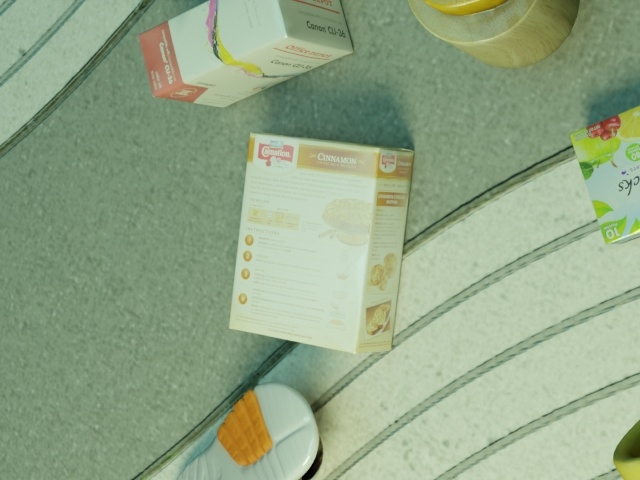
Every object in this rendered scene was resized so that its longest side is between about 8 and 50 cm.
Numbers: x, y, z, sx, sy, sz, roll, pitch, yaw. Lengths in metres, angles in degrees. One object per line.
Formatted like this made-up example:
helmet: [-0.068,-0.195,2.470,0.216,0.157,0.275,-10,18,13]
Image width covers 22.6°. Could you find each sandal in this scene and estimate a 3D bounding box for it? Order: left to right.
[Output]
sandal: [-0.058,0.213,1.512,0.265,0.076,0.102,-43,52,47]

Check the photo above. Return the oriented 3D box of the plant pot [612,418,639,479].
plant pot: [0.379,0.188,1.142,0.254,0.254,0.239,-34,89,28]

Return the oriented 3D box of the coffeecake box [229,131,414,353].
coffeecake box: [0.000,0.000,1.470,0.142,0.068,0.186,9,95,32]

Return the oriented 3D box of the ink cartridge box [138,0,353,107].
ink cartridge box: [-0.053,-0.189,1.475,0.198,0.115,0.067,-21,78,31]

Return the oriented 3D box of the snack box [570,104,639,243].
snack box: [0.286,-0.065,1.306,0.141,0.037,0.100,-23,79,30]

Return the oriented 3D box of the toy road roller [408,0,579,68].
toy road roller: [0.183,-0.321,1.282,0.240,0.202,0.330,-10,84,21]
